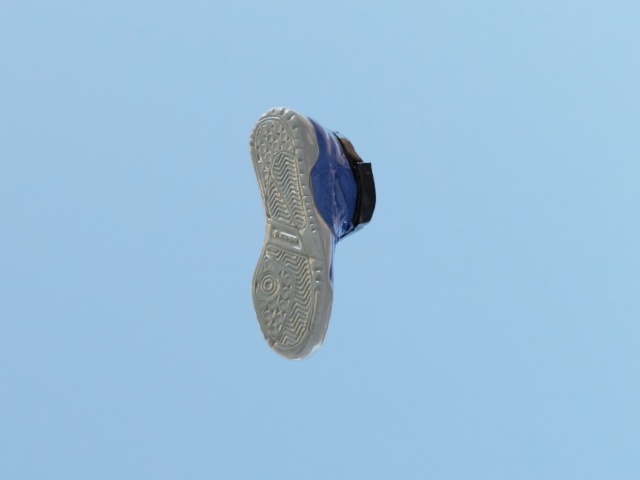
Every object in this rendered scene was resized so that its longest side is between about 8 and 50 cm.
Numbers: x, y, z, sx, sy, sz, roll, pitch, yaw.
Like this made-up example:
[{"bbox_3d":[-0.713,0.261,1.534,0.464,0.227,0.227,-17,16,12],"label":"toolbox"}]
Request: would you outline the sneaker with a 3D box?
[{"bbox_3d":[0.001,0.000,0.971,0.085,0.058,0.152,14,-116,-52],"label":"sneaker"}]
